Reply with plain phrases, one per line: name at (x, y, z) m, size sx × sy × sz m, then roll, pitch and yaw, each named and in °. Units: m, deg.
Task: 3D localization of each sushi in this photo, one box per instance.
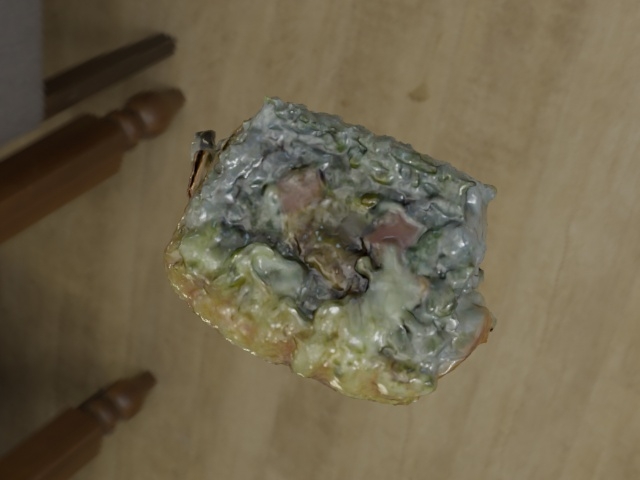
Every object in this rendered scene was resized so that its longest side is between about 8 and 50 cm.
sushi at (0.000, 0.000, 0.982) m, size 0.274 × 0.139 × 0.184 m, roll 27°, pitch 88°, yaw 10°
